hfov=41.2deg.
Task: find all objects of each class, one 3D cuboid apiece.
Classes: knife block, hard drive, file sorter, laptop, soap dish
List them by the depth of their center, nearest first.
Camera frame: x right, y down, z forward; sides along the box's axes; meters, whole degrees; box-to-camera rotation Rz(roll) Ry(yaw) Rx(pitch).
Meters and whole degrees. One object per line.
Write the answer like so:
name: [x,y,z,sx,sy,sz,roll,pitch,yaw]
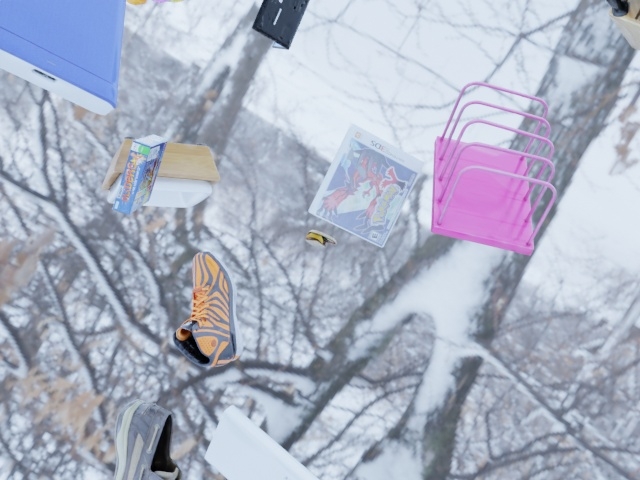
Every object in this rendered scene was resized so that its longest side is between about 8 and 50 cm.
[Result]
hard drive: [-0.371,-0.352,1.191,0.210,0.040,0.318,24,-129,-40]
knife block: [0.489,-0.361,1.284,0.242,0.088,0.275,23,-168,-17]
file sorter: [0.346,-0.153,1.689,0.202,0.182,0.290,13,-136,-3]
soap dish: [-0.372,-0.151,1.950,0.229,0.118,0.291,3,174,-19]
hard drive: [-0.136,0.563,2.063,0.308,0.203,0.040,37,-141,17]
laptop: [-0.104,-0.637,2.235,0.137,0.234,0.264,26,-173,30]

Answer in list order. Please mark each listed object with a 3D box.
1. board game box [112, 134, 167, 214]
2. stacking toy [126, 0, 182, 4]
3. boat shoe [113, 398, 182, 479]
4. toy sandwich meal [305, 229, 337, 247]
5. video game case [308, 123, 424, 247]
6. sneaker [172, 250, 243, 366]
board game box: [-0.345,-0.131,1.645,0.035,0.136,0.201,19,-171,-4]
stacking toy: [-0.329,-0.556,1.782,0.175,0.165,0.301,7,-146,18]
boat shoe: [-0.399,0.549,1.973,0.130,0.355,0.132,4,-169,20]
toy sandwich meal: [0.000,0.000,2.117,0.086,0.029,0.085,23,171,4]
video game case: [0.097,-0.110,1.752,0.184,0.201,0.023,25,-178,-23]
sneaker: [-0.321,0.190,2.325,0.125,0.320,0.180,-20,174,39]
